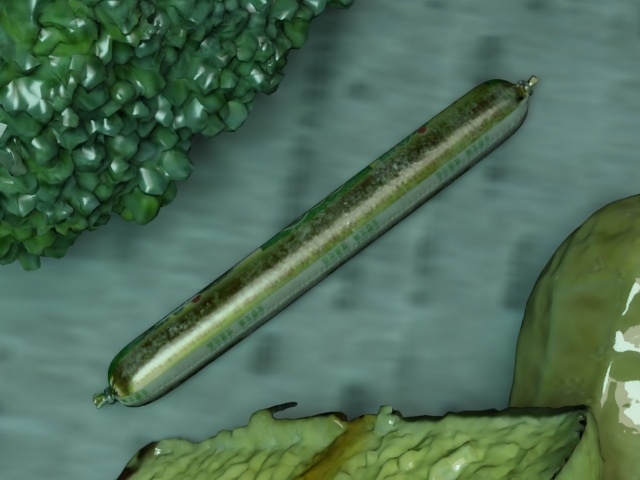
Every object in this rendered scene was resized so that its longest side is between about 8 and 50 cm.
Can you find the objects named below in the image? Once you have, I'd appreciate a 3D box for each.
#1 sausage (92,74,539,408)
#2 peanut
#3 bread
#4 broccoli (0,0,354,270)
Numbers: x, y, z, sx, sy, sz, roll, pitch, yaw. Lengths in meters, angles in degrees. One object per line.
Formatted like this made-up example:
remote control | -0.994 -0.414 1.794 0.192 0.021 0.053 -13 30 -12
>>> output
sausage | 0.000 0.000 0.831 0.269 0.033 0.033 -37 86 -6
peanut | 0.118 0.103 0.778 0.111 0.125 0.275 15 81 24
bread | -0.009 0.149 0.716 0.142 0.266 0.178 55 46 -31
broccoli | -0.113 -0.196 0.735 0.277 0.338 0.317 -18 59 -32
